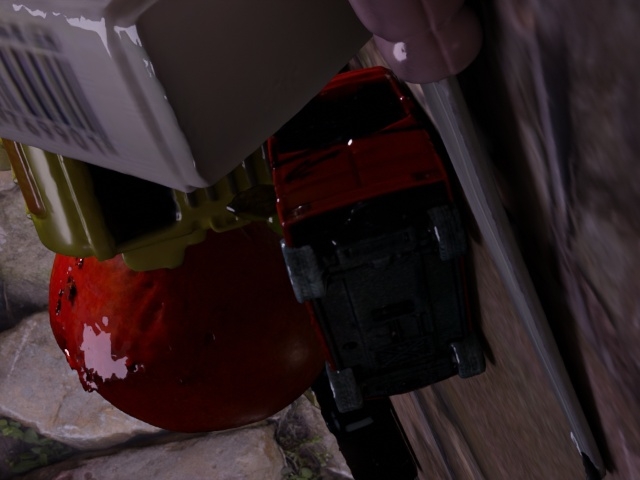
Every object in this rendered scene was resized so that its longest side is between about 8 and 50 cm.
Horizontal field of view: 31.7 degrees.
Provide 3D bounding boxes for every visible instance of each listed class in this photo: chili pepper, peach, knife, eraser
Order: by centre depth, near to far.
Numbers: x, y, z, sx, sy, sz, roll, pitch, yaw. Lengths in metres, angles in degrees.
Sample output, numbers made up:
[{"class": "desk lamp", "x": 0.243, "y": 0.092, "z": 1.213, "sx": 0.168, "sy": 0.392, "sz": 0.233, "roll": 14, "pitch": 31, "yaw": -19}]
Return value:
[{"class": "knife", "x": 0.039, "y": -0.042, "z": 0.376, "sx": 0.081, "sy": 0.043, "sz": 0.336, "roll": -110, "pitch": -4, "yaw": -55}, {"class": "eraser", "x": -0.115, "y": -0.108, "z": 0.480, "sx": 0.279, "sy": 0.124, "sz": 0.081, "roll": 17, "pitch": 142, "yaw": 39}, {"class": "chili pepper", "x": 0.013, "y": -0.008, "z": 0.656, "sx": 0.208, "sy": 0.049, "sz": 0.043, "roll": 34, "pitch": -128, "yaw": -62}, {"class": "peach", "x": -0.152, "y": 0.062, "z": 1.300, "sx": 0.370, "sy": 0.370, "sz": 0.370, "roll": 156, "pitch": 90, "yaw": -86}]

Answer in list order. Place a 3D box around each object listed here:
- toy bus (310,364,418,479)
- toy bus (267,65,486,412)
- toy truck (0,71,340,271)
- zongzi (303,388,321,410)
[{"class": "toy bus", "x": 0.011, "y": 0.149, "z": 1.536, "sx": 0.092, "sy": 0.093, "sz": 0.408, "roll": 43, "pitch": -158, "yaw": -81}, {"class": "toy bus", "x": 0.027, "y": 0.009, "z": 0.559, "sx": 0.195, "sy": 0.081, "sz": 0.089, "roll": 71, "pitch": -177, "yaw": -56}, {"class": "toy truck", "x": -0.143, "y": -0.131, "z": 0.784, "sx": 0.405, "sy": 0.254, "sz": 0.180, "roll": -128, "pitch": 18, "yaw": -62}, {"class": "zongzi", "x": -0.014, "y": 0.117, "z": 1.684, "sx": 0.228, "sy": 0.115, "sz": 0.256, "roll": -155, "pitch": 51, "yaw": -80}]
